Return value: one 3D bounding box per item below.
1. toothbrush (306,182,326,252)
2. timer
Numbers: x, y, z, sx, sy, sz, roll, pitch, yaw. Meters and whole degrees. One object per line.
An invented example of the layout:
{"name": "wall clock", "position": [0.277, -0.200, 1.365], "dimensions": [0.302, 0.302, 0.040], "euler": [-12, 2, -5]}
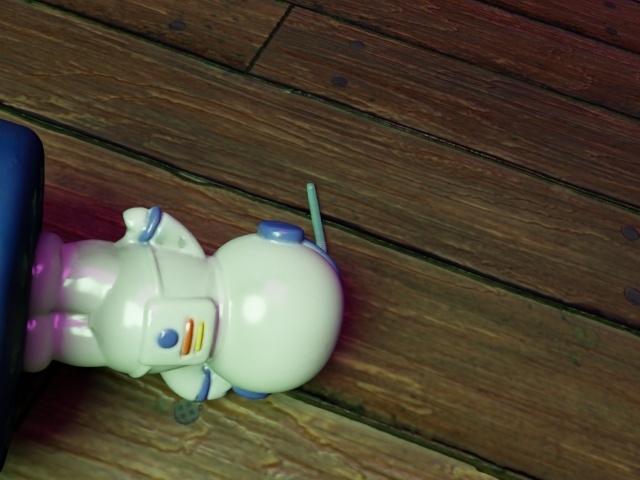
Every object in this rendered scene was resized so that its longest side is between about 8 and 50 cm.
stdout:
{"name": "toothbrush", "position": [0.000, 0.000, 0.577], "dimensions": [0.011, 0.014, 0.167], "euler": [-7, 56, -5]}
{"name": "timer", "position": [-0.158, 0.050, 0.396], "dimensions": [0.383, 0.270, 0.270], "euler": [7, 52, -26]}
